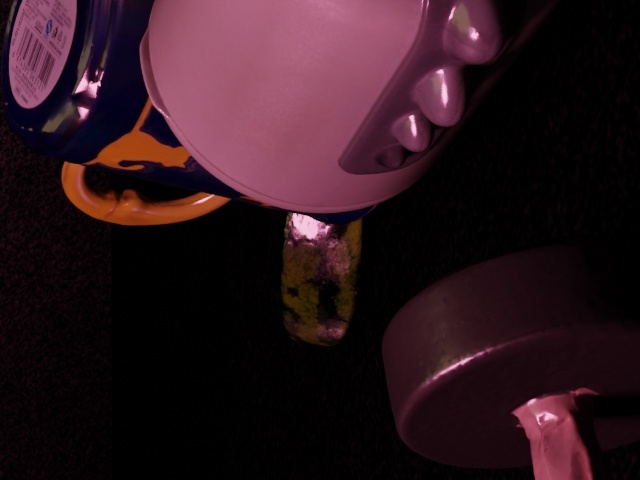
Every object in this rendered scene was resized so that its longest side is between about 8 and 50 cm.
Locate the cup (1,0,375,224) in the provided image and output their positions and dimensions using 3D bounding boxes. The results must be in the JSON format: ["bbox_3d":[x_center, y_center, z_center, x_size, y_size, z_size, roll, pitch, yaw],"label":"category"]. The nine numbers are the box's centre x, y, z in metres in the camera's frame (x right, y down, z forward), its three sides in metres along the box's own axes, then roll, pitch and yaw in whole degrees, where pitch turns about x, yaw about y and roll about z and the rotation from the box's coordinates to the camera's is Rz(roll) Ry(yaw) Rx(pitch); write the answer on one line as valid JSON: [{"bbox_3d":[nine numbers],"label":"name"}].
[{"bbox_3d":[-0.096,-0.083,1.171,0.178,0.256,0.255,52,124,49],"label":"cup"}]

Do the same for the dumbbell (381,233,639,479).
[{"bbox_3d":[0.117,0.123,0.721,0.152,0.153,0.218,111,153,-56],"label":"dumbbell"}]

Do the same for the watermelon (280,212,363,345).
[{"bbox_3d":[0.006,0.000,1.341,0.119,0.063,0.245,-77,-8,-58],"label":"watermelon"}]

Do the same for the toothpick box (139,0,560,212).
[{"bbox_3d":[0.031,-0.152,0.913,0.316,0.229,0.229,128,138,-64],"label":"toothpick box"}]
